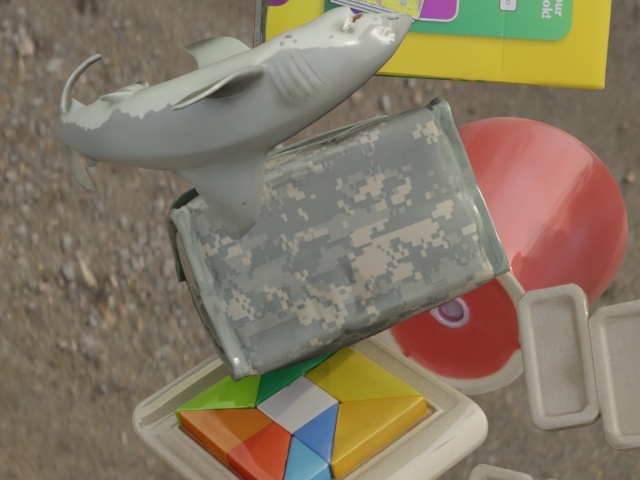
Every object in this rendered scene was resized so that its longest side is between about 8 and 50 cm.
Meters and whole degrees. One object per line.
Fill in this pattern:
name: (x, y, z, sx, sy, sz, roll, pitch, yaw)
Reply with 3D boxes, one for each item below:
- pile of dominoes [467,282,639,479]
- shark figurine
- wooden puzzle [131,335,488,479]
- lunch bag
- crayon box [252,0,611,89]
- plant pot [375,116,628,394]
pile of dominoes: (0.173, 0.129, 0.611, 0.251, 0.040, 0.196, 9, 80, 28)
shark figurine: (-0.084, -0.054, 0.990, 0.278, 0.116, 0.166, -10, 20, 33)
wooden puzzle: (-0.013, 0.150, 1.382, 0.221, 0.044, 0.239, -32, 45, -24)
lunch bag: (0.000, 0.000, 1.343, 0.235, 0.287, 0.169, -21, 91, -7)
crayon box: (0.108, -0.327, 1.459, 0.313, 0.106, 0.363, 3, 98, -9)
plant pot: (0.184, 0.029, 1.821, 0.275, 0.275, 0.243, 28, 36, 10)
